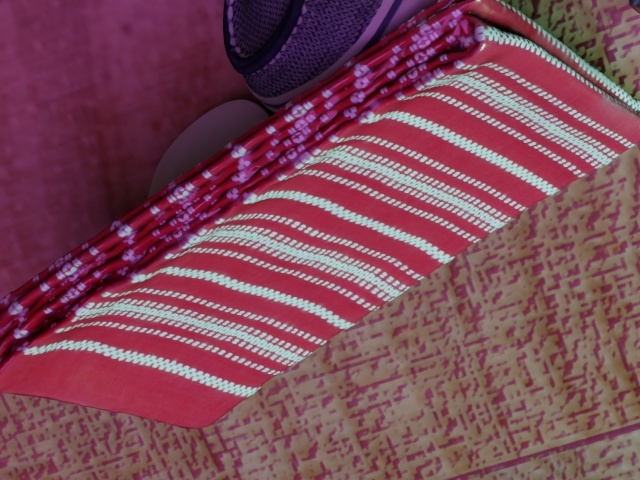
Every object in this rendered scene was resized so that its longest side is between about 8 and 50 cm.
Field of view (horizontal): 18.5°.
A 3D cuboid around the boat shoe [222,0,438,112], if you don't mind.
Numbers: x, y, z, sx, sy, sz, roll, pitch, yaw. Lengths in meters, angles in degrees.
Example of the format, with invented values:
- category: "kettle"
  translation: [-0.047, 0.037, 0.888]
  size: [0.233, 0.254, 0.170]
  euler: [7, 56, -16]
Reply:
- category: "boat shoe"
  translation: [-0.014, -0.162, 0.723]
  size: [0.158, 0.127, 0.340]
  euler: [2, 148, -22]

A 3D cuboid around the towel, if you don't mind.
- category: "towel"
  translation: [0.000, 0.000, 0.857]
  size: [0.275, 0.199, 0.031]
  euler: [-33, 65, 19]

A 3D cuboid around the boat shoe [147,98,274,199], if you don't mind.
- category: "boat shoe"
  translation: [-0.055, -0.012, 0.920]
  size: [0.049, 0.042, 0.133]
  euler: [35, 115, 15]

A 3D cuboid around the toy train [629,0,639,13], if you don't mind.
- category: "toy train"
  translation: [0.204, -0.214, 0.742]
  size: [0.190, 0.142, 0.334]
  euler: [28, 115, -7]
